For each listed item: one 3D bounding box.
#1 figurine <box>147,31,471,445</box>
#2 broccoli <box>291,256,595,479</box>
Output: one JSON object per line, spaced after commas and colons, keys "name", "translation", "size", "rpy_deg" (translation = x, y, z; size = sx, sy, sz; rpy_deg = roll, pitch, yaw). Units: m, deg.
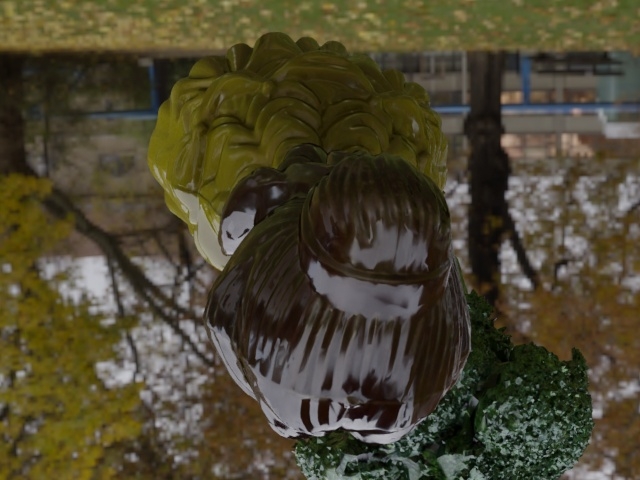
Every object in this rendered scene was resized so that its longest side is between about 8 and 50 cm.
{"name": "figurine", "translation": [-0.001, 0.004, 0.585], "size": [0.187, 0.168, 0.315], "rpy_deg": [33, -165, -16]}
{"name": "broccoli", "translation": [0.124, 0.154, 1.103], "size": [0.307, 0.275, 0.308], "rpy_deg": [-7, 156, -3]}
